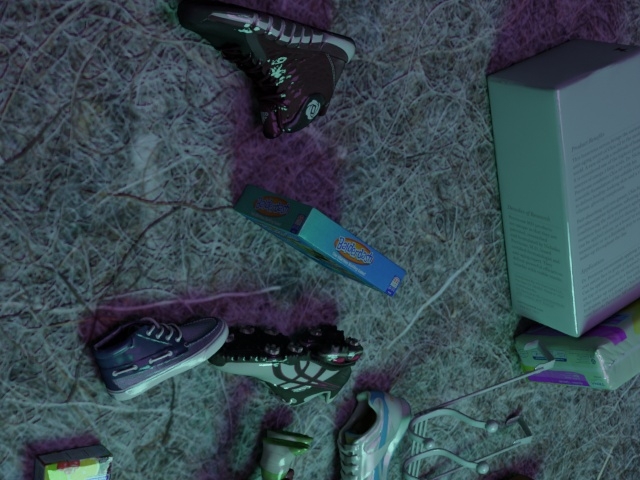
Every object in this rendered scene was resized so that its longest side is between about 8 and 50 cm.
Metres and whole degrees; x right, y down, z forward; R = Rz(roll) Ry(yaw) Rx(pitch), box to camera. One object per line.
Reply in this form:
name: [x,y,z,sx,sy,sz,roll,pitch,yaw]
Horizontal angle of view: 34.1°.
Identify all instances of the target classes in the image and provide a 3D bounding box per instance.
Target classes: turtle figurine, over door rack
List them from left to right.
turtle figurine: [-0.036,0.433,1.560,0.198,0.275,0.266,12,88,-55]
over door rack: [0.282,0.342,1.806,0.324,0.108,0.239,-26,140,-29]

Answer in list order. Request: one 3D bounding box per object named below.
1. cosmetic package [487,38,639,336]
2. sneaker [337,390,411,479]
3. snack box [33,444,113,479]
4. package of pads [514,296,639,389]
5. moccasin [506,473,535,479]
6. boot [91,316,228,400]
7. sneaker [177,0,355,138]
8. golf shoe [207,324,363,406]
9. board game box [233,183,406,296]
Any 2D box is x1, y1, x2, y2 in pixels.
cosmetic package: [0.440,-0.092,1.796,0.230,0.161,0.453,-25,119,-30]
sneaker: [0.065,0.356,1.708,0.092,0.087,0.228,23,82,-34]
snack box: [-0.338,0.355,1.415,0.100,0.037,0.141,-1,106,-37]
package of pads: [0.528,0.167,1.906,0.296,0.229,0.101,-26,100,-29]
moccasin: [0.294,0.565,1.906,0.380,0.147,0.139,-16,114,-33]
boot: [-0.215,0.137,1.419,0.190,0.069,0.086,-31,124,-24]
sneaker: [-0.077,-0.219,1.391,0.281,0.106,0.162,7,103,-40]
golf shoe: [-0.055,0.193,1.545,0.273,0.105,0.120,6,108,-39]
board game box: [0.000,0.000,1.485,0.210,0.160,0.047,33,83,-40]
